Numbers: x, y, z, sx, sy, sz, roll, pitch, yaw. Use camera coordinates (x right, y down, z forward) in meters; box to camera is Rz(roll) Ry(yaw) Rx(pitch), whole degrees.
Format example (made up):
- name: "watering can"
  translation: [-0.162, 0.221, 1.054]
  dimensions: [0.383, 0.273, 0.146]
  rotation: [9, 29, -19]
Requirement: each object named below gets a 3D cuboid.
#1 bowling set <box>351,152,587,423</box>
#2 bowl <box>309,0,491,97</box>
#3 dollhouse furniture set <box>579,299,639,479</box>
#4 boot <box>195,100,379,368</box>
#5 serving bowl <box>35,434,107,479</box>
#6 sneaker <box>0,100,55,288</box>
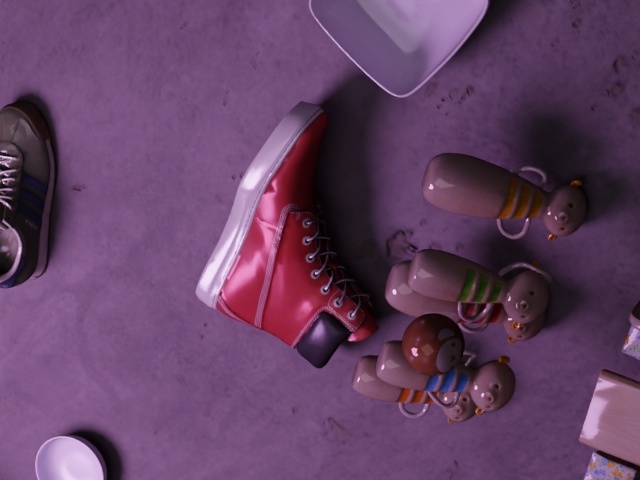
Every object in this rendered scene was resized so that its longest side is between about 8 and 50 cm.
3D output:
- name: "bowling set"
  translation: [0.137, 0.085, 1.626]
  dimensions: [0.154, 0.200, 0.287]
  rotation: [15, 118, -8]
- name: "bowl"
  translation: [0.078, -0.221, 1.652]
  dimensions: [0.142, 0.053, 0.142]
  rotation: [46, 118, 6]
- name: "dollhouse furniture set"
  translation: [0.344, 0.196, 1.593]
  dimensions: [0.242, 0.161, 0.212]
  rotation: [21, 112, 17]
- name: "boot"
  translation: [0.000, 0.000, 1.733]
  dimensions: [0.176, 0.088, 0.244]
  rotation: [30, 122, 12]
- name: "serving bowl"
  translation: [-0.262, 0.244, 1.944]
  dimensions: [0.083, 0.027, 0.083]
  rotation: [7, 107, 22]
- name: "sneaker"
  translation: [-0.319, -0.041, 1.855]
  dimensions: [0.064, 0.086, 0.192]
  rotation: [8, 107, 21]
